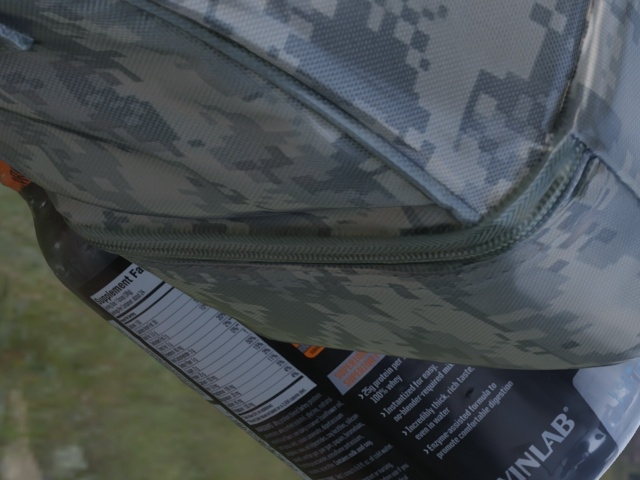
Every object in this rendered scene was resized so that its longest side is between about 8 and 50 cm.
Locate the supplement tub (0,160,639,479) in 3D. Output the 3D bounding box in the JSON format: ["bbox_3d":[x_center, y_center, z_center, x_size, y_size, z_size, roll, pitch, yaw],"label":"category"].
[{"bbox_3d":[0.000,0.000,0.905,0.207,0.338,0.207,-46,-167,13],"label":"supplement tub"}]

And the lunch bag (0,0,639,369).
[{"bbox_3d":[0.000,-0.142,0.507,0.256,0.213,0.305,34,67,-46],"label":"lunch bag"}]
